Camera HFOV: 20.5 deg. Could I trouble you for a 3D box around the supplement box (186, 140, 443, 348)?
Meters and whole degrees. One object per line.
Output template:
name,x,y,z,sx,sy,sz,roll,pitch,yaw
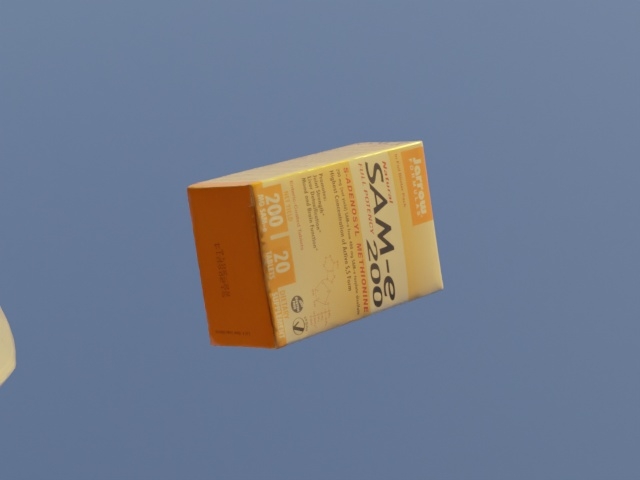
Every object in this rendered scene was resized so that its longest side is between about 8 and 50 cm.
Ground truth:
supplement box,0.000,0.000,0.671,0.036,0.062,0.098,-1,-169,43

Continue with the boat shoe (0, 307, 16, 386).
boat shoe,-0.214,0.049,0.858,0.088,0.096,0.267,-54,-160,5
